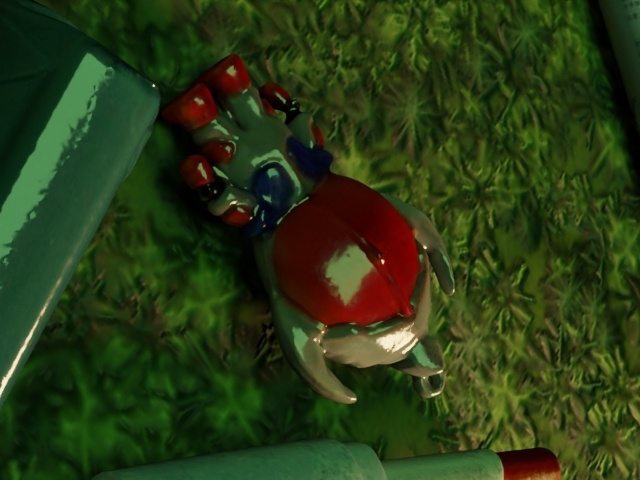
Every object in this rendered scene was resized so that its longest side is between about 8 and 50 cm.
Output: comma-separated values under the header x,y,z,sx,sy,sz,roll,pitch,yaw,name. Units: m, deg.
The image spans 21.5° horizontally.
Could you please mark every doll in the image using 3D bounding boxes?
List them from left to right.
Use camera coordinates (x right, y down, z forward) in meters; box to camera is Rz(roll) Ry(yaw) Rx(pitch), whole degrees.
x,y,z,sx,sy,sz,roll,pitch,yaw,name
-0.001,0.001,0.805,0.195,0.062,0.104,52,35,-12,doll

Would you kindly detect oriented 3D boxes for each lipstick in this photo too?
x,y,z,sx,sy,sz,roll,pitch,yaw,name
0.015,0.125,0.790,0.274,0.061,0.068,0,80,-42,lipstick

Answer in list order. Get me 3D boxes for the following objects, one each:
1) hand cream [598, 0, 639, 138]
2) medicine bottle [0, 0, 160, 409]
x,y,z,sx,sy,sz,roll,pitch,yaw,name
0.208,-0.125,1.020,0.091,0.058,0.271,-16,89,-31,hand cream
-0.147,0.015,0.649,0.079,0.124,0.258,36,71,-36,medicine bottle
